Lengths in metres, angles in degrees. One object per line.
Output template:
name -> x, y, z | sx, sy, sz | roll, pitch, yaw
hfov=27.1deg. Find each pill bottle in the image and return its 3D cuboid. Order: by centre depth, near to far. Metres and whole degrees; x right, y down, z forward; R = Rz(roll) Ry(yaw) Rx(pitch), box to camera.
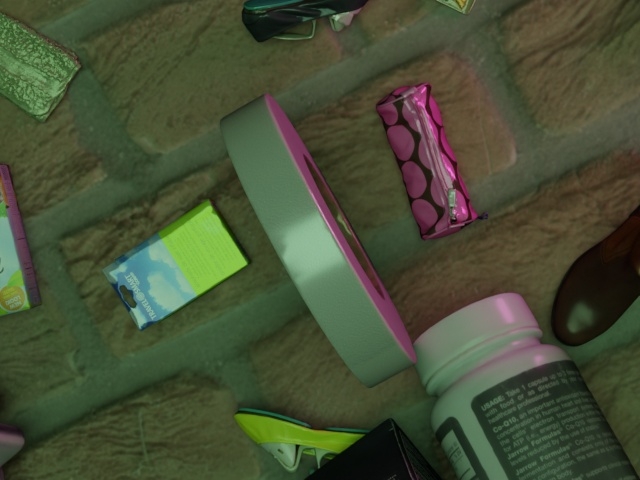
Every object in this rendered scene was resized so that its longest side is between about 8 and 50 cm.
pill bottle -> 0.267, 0.261, 1.692 | 0.204, 0.204, 0.361 | -28, 69, 5

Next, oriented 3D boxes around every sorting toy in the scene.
sorting toy -> 0.192, -0.357, 1.811 | 0.062, 0.012, 0.083 | 26, 94, 3

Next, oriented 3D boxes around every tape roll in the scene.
tape roll -> 0.000, 0.000, 1.653 | 0.072, 0.392, 0.392 | -30, 90, 5

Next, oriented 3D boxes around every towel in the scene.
towel -> -0.417, -0.244, 1.850 | 0.148, 0.027, 0.110 | 33, 93, 2

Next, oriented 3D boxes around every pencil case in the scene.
pencil case -> 0.144, -0.109, 1.782 | 0.095, 0.098, 0.209 | -22, 90, 5

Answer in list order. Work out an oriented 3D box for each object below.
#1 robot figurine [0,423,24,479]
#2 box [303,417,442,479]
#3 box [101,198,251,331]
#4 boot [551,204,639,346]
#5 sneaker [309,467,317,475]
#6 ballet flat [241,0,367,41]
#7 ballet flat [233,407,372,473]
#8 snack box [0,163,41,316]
robot figurine -> -0.573, 0.337, 1.798 | 0.353, 0.200, 0.300 | -39, 66, 5
box -> 0.126, 0.432, 1.677 | 0.183, 0.294, 0.296 | -36, 106, 6
box -> -0.198, 0.034, 1.839 | 0.178, 0.042, 0.109 | -32, 89, 5
boot -> 0.401, 0.040, 1.678 | 0.264, 0.280, 0.096 | -43, 89, 4
sneaker -> 0.034, 0.341, 1.841 | 0.069, 0.038, 0.098 | -36, 99, 3
ballet flat -> -0.005, -0.313, 1.805 | 0.203, 0.074, 0.074 | -15, 91, -2
ballet flat -> -0.011, 0.284, 1.815 | 0.231, 0.077, 0.077 | 10, 72, 1
snack box -> -0.499, 0.012, 1.845 | 0.174, 0.070, 0.207 | -14, 93, 4
